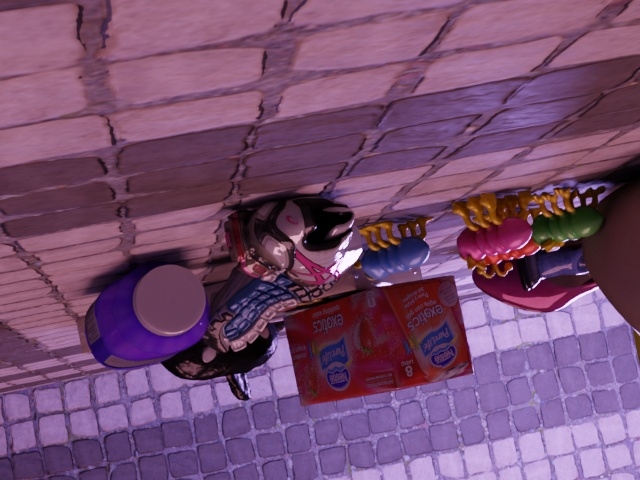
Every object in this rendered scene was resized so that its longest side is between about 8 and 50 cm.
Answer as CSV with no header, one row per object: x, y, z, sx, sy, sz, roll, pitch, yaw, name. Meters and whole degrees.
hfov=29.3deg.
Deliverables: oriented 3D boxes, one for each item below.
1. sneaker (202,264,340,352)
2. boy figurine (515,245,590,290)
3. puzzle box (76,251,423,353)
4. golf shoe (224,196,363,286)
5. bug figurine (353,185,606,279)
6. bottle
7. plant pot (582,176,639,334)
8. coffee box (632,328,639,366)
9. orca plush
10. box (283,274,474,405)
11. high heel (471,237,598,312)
-0.055,0.037,1.316,0.191,0.083,0.071,-33,128,20,sneaker
0.429,0.008,1.776,0.285,0.092,0.177,-13,173,3,boy figurine
-0.090,0.085,1.675,0.409,0.052,0.272,-14,172,23,puzzle box
0.000,0.000,1.032,0.086,0.067,0.186,-17,172,25,golf shoe
0.180,-0.001,1.325,0.279,0.072,0.216,-6,171,-41,bug figurine
-0.177,0.078,1.270,0.118,0.092,0.283,-13,174,-17,bottle
0.397,0.019,1.280,0.257,0.256,0.274,-10,-171,-17,plant pot
0.612,0.065,1.507,0.338,0.334,0.338,-3,171,-41,coffee box
-0.124,0.165,1.617,0.151,0.102,0.287,-13,173,8,orca plush
0.068,0.132,1.568,0.123,0.128,0.257,-8,173,-30,box
0.430,0.011,1.928,0.377,0.127,0.181,-5,143,-19,high heel
